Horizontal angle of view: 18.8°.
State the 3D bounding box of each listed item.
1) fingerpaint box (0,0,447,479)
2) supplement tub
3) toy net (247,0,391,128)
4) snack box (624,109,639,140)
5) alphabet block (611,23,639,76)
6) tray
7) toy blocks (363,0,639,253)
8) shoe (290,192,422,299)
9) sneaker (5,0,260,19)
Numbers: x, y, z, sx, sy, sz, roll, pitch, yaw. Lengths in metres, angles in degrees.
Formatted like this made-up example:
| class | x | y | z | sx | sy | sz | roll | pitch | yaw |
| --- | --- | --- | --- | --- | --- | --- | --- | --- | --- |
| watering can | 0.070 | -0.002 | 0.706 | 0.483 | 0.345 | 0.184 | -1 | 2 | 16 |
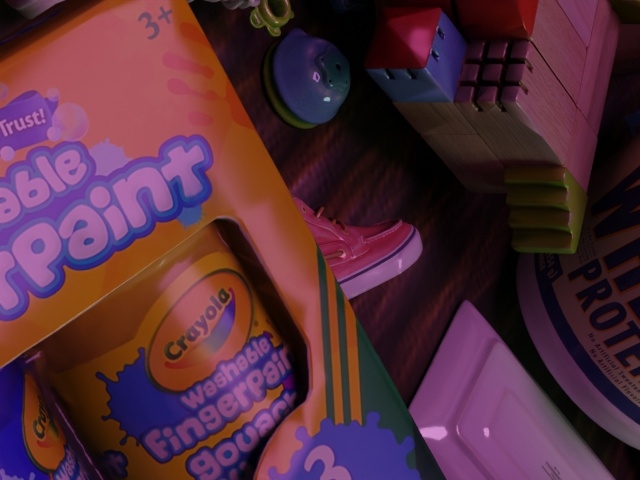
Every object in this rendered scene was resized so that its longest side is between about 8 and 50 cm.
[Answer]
| class | x | y | z | sx | sy | sz | roll | pitch | yaw |
| --- | --- | --- | --- | --- | --- | --- | --- | --- | --- |
| fingerpaint box | -0.184 | 0.137 | 0.936 | 0.445 | 0.163 | 0.371 | -34 | 105 | -25 |
| supplement tub | 0.330 | -0.006 | 1.449 | 0.235 | 0.325 | 0.235 | 25 | 42 | -25 |
| toy net | 0.012 | -0.192 | 1.419 | 0.122 | 0.045 | 0.232 | 50 | 47 | -22 |
| snack box | 0.414 | -0.027 | 1.649 | 0.322 | 0.187 | 0.060 | 50 | 20 | -35 |
| alphabet block | 0.302 | -0.252 | 1.621 | 0.192 | 0.197 | 0.193 | -14 | 89 | -47 |
| tray | 0.169 | 0.183 | 1.481 | 0.270 | 0.030 | 0.145 | 50 | 49 | -24 |
| toy blocks | 0.130 | -0.217 | 1.378 | 0.261 | 0.190 | 0.381 | 43 | 56 | -53 |
| shoe | 0.000 | 0.000 | 1.332 | 0.178 | 0.063 | 0.081 | -28 | 104 | -42 |
| sneaker | -0.076 | -0.199 | 1.262 | 0.292 | 0.110 | 0.118 | -32 | 106 | -33 |
